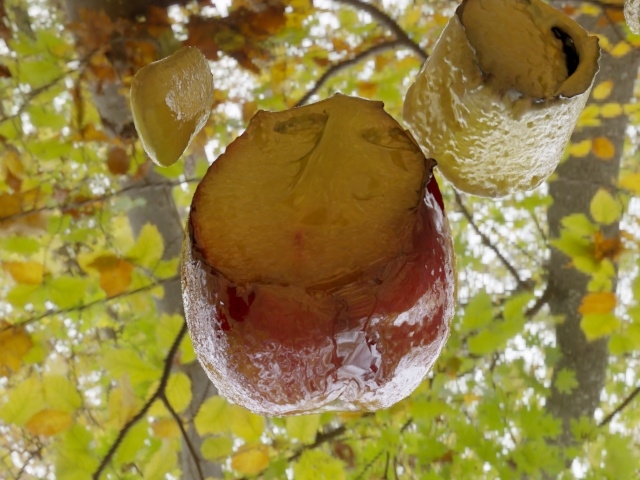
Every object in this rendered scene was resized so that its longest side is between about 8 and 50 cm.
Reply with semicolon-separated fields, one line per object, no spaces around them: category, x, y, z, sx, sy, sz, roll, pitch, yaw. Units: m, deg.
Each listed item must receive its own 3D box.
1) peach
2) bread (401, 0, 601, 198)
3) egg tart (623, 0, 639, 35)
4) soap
peach;0.000;0.000;0.919;0.281;0.281;0.338;-3;-105;9
bread;0.194;-0.158;1.024;0.197;0.170;0.197;4;-120;-7
egg tart;0.399;-0.217;0.950;0.191;0.191;0.074;6;-107;19
soap;-0.133;-0.123;0.871;0.033;0.089;0.168;-6;-161;14
